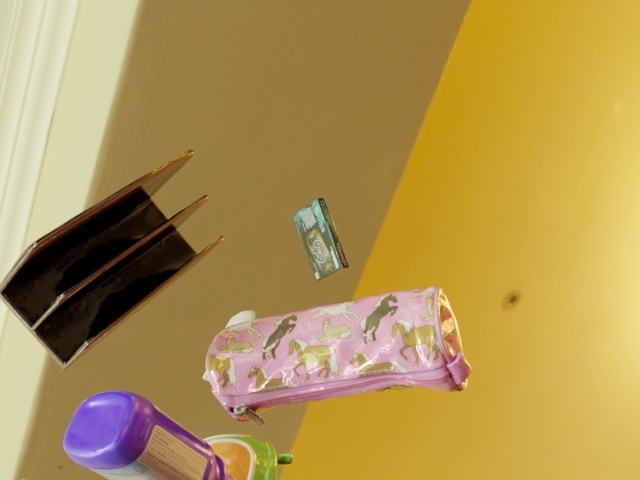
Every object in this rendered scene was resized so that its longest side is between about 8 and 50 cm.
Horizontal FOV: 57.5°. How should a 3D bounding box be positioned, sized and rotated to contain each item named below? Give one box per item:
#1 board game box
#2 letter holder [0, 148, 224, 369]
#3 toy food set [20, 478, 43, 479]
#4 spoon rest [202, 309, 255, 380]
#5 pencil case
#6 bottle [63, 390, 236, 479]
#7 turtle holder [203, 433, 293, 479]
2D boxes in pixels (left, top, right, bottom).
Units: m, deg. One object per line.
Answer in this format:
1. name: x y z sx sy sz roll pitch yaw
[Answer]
1. board game box: 0.000 0.000 1.460 0.026 0.126 0.186 -14 -100 -36
2. letter holder: -0.282 0.017 0.871 0.152 0.214 0.302 51 -135 -6
3. toy food set: -0.633 0.643 1.267 0.105 0.111 0.232 19 -114 -31
4. spoon rest: -0.202 0.257 1.381 0.084 0.276 0.137 32 -74 -6
5. pencil case: 0.026 0.175 0.886 0.386 0.167 0.160 -14 -21 16
6. bottle: -0.205 0.301 0.781 0.118 0.092 0.282 -8 -43 26
7. turtle holder: -0.225 0.559 1.340 0.228 0.320 0.243 23 -105 -13
